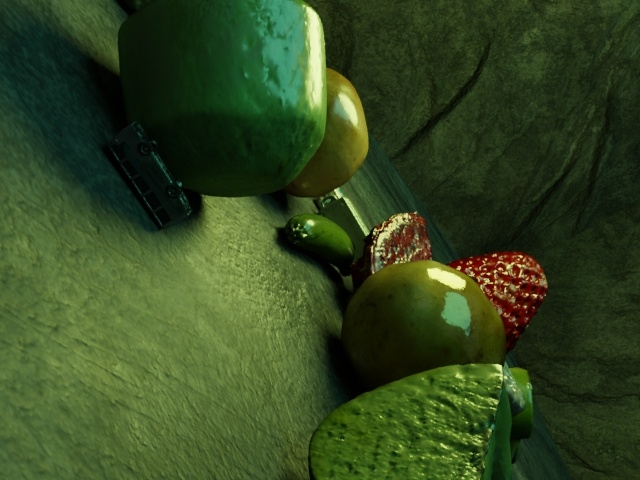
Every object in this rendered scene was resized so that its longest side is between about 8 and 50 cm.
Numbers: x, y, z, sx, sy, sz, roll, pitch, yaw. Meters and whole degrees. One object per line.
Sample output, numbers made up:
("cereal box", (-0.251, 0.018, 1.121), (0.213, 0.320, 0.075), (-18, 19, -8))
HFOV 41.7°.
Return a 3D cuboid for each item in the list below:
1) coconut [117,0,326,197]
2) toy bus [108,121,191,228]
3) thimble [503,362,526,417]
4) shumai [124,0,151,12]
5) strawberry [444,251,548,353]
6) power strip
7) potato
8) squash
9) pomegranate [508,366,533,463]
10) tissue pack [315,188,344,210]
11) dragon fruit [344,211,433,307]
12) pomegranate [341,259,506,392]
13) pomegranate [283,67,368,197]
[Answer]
("coconut", (-0.125, -0.227, 1.166), (0.328, 0.281, 0.328), (10, 75, -44))
("toy bus", (-0.207, -0.079, 1.027), (0.131, 0.052, 0.037), (58, 8, -13))
("thimble", (0.356, 0.328, 1.970), (0.236, 0.172, 0.205), (54, 16, -10))
("shumai", (-0.306, -0.461, 1.436), (0.142, 0.184, 0.184), (30, -7, 37))
("strawberry", (0.475, 0.178, 2.349), (0.317, 0.345, 0.295), (59, 12, -2))
("power strip", (0.085, 0.021, 1.836), (0.272, 0.078, 0.052), (59, 10, 2))
("potato", (0.117, 0.342, 1.053), (0.330, 0.212, 0.280), (-56, 142, -53))
("squash", (0.001, -0.002, 1.599), (0.071, 0.080, 0.318), (23, -5, 26))
("pomegranate", (0.455, 0.439, 2.156), (0.190, 0.159, 0.241), (-82, 168, -56))
("tissue pack", (0.035, -0.072, 1.900), (0.094, 0.058, 0.074), (60, 11, 2))
("dragon fruit", (0.119, 0.092, 1.689), (0.205, 0.152, 0.317), (21, 55, -41))
("pomegranate", (0.176, 0.179, 1.431), (0.307, 0.307, 0.307), (54, 14, -20))
("pomegranate", (-0.016, -0.203, 1.633), (0.270, 0.229, 0.252), (54, 14, -46))
